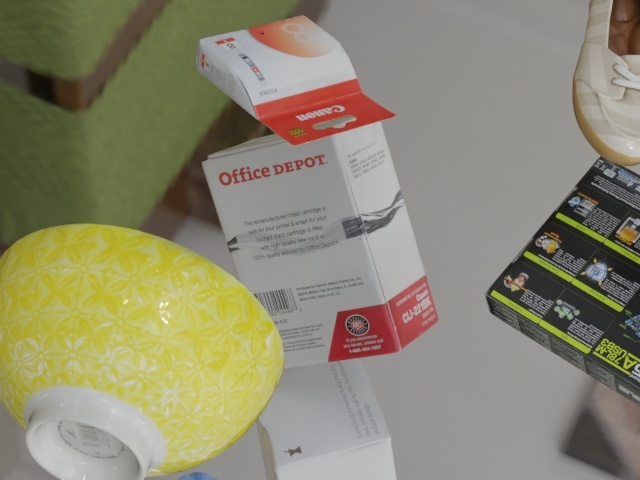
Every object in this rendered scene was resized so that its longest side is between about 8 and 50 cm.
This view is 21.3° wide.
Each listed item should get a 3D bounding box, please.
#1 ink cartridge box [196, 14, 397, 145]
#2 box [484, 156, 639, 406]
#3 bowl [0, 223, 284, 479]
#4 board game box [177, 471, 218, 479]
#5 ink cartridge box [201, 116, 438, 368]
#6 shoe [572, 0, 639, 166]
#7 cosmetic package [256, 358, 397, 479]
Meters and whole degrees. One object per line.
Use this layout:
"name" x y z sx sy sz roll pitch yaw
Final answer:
"ink cartridge box" -0.025 -0.173 1.802 0.145 0.179 0.045 -18 130 -34
"box" 0.278 0.037 1.533 0.184 0.190 0.045 -50 150 -15
"bowl" -0.191 0.136 1.565 0.289 0.289 0.156 97 9 -49
"board game box" -0.127 0.324 1.747 0.133 0.033 0.169 36 44 -49
"ink cartridge box" 0.000 0.000 2.022 0.114 0.197 0.273 -32 108 -55
"shoe" 0.256 -0.160 1.438 0.058 0.076 0.219 106 -8 -54
"cosmetic package" 0.021 0.361 2.196 0.217 0.156 0.385 -112 -168 -57
